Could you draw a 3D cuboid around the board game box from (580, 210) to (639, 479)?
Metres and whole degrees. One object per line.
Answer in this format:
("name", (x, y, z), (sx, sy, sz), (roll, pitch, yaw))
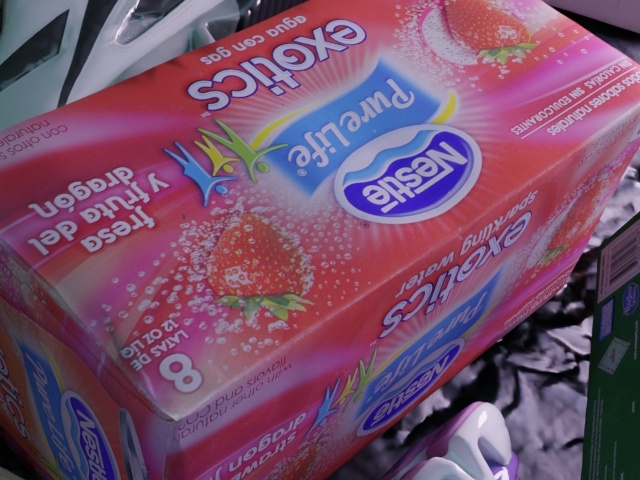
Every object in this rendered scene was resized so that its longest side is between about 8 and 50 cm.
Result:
("board game box", (0.199, 0.150, 0.396), (0.213, 0.046, 0.317), (30, 45, -11))

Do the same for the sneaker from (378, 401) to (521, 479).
("sneaker", (0.025, 0.167, 0.364), (0.104, 0.095, 0.236), (46, 56, 4))

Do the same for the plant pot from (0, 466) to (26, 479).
("plant pot", (-0.178, 0.165, 0.335), (0.236, 0.032, 0.236), (7, 38, -6))

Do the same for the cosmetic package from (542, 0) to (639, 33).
("cosmetic package", (0.081, -0.344, 0.746), (0.453, 0.230, 0.161), (19, 47, 6))

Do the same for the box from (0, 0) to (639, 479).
("box", (0.000, 0.000, 0.465), (0.300, 0.154, 0.142), (-31, 61, -35))

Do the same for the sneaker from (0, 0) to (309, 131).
("sneaker", (-0.100, -0.123, 0.575), (0.146, 0.122, 0.330), (29, 48, 12))
